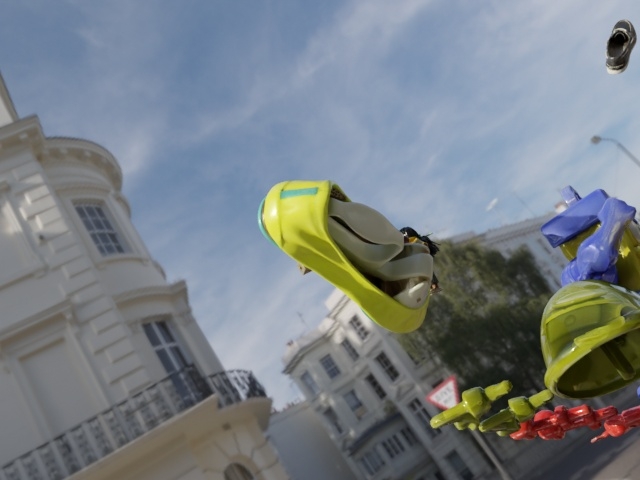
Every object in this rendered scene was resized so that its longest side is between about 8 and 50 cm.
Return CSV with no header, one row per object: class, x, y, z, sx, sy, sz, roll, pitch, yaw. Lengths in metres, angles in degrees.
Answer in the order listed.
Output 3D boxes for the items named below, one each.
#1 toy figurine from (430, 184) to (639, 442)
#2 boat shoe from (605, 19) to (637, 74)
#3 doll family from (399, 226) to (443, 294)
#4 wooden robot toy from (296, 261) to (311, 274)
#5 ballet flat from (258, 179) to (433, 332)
toy figurine,0.227,0.044,0.566,0.191,0.217,0.362,-32,-35,34
boat shoe,0.524,-0.348,1.126,0.038,0.046,0.125,53,-125,-46
doll family,0.128,0.034,0.942,0.076,0.111,0.193,-19,-10,-16
wooden robot toy,0.000,0.000,1.301,0.079,0.076,0.173,-23,-41,-27
ballet flat,0.048,0.017,0.538,0.077,0.077,0.231,-18,-38,35
